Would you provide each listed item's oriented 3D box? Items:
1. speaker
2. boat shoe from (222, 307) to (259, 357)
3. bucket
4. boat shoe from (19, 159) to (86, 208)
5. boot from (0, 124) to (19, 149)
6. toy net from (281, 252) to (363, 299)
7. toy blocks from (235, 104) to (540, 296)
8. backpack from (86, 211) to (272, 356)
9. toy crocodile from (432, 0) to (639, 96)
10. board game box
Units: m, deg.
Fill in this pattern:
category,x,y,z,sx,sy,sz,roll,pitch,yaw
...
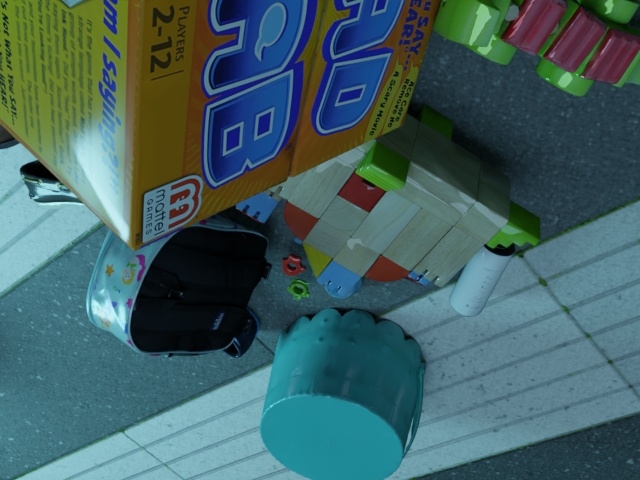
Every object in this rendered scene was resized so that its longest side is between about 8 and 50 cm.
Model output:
category,x,y,z,sx,sy,sz,roll,pitch,yaw
speaker,0.239,0.050,1.154,0.055,0.055,0.136,18,132,1
boat shoe,-0.223,0.109,1.318,0.258,0.089,0.109,26,131,-6
bucket,0.035,0.272,1.317,0.281,0.183,0.281,8,131,10
boat shoe,-0.362,-0.097,1.190,0.228,0.081,0.068,-5,132,23
boot,-0.427,-0.259,1.063,0.264,0.096,0.280,8,130,11
toy net,0.000,0.000,1.193,0.122,0.045,0.232,6,129,14
toy blocks,0.055,-0.043,1.033,0.381,0.190,0.261,29,130,-9
backpack,-0.219,0.051,1.136,0.191,0.253,0.225,26,99,25
toy crocodile,0.251,-0.217,0.806,0.340,0.105,0.115,7,125,-37
board game box,-0.120,-0.283,0.691,0.356,0.356,0.356,40,137,25
